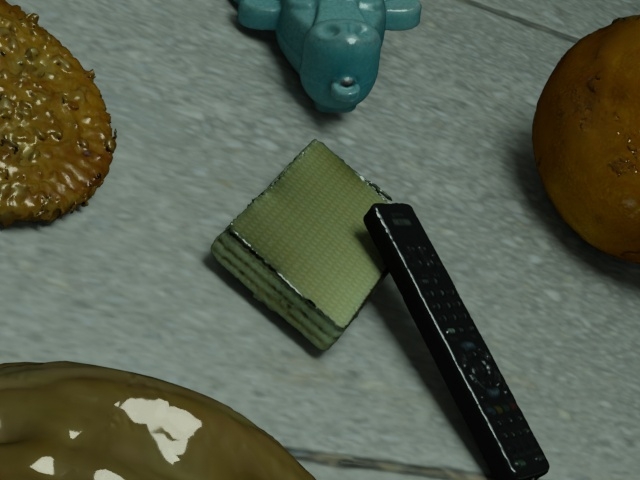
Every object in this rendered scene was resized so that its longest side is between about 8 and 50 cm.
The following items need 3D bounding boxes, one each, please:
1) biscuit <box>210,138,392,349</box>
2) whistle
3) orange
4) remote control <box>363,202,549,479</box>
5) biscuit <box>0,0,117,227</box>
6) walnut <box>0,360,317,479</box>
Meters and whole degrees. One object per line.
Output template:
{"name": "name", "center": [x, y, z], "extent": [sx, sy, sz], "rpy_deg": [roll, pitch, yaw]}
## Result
{"name": "biscuit", "center": [0.000, 0.000, 1.245], "extent": [0.121, 0.040, 0.199], "rpy_deg": [40, 31, 2]}
{"name": "whistle", "center": [0.006, -0.210, 1.457], "extent": [0.186, 0.093, 0.274], "rpy_deg": [-1, 41, -9]}
{"name": "orange", "center": [0.316, -0.094, 1.496], "extent": [0.240, 0.240, 0.240], "rpy_deg": [25, 36, -20]}
{"name": "remote control", "center": [0.104, 0.078, 1.226], "extent": [0.063, 0.025, 0.245], "rpy_deg": [-4, 62, -53]}
{"name": "biscuit", "center": [-0.258, -0.111, 1.132], "extent": [0.254, 0.035, 0.254], "rpy_deg": [25, 36, -20]}
{"name": "walnut", "center": [-0.111, 0.203, 0.685], "extent": [0.333, 0.333, 0.333], "rpy_deg": [25, 36, -20]}
